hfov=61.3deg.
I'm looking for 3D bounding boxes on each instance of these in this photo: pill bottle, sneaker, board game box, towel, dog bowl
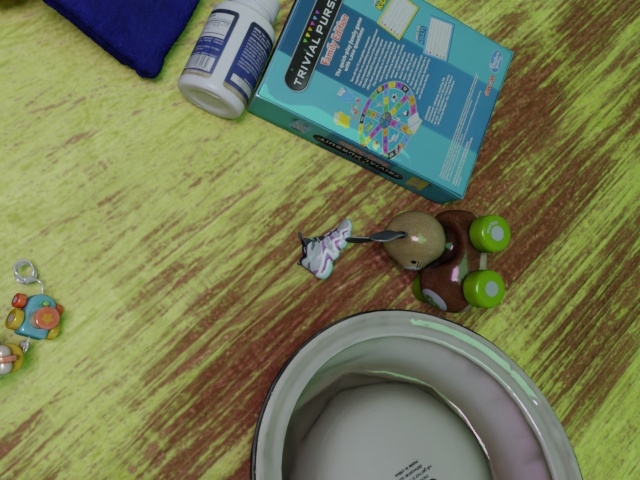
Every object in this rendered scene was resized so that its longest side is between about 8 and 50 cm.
[{"bbox_3d":[-0.118,-0.261,0.736,0.094,0.094,0.169,25,80,-14],"label":"pill bottle"},{"bbox_3d":[0.000,0.000,0.784,0.069,0.038,0.098,30,78,-14],"label":"sneaker"},{"bbox_3d":[0.096,-0.239,0.808,0.336,0.079,0.253,24,80,-14],"label":"board game box"},{"bbox_3d":[-0.237,-0.391,0.680,0.228,0.076,0.308,36,71,-48],"label":"towel"},{"bbox_3d":[0.104,0.298,0.666,0.409,0.150,0.407,9,55,-13],"label":"dog bowl"}]

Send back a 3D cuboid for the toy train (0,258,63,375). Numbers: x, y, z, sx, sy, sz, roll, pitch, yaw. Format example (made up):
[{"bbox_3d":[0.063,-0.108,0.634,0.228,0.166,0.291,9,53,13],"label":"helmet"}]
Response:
[{"bbox_3d":[-0.368,0.093,0.613,0.166,0.046,0.125,-46,118,-50],"label":"toy train"}]

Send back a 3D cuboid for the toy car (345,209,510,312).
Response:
[{"bbox_3d":[0.136,0.019,0.754,0.189,0.155,0.148,11,83,-21],"label":"toy car"}]
